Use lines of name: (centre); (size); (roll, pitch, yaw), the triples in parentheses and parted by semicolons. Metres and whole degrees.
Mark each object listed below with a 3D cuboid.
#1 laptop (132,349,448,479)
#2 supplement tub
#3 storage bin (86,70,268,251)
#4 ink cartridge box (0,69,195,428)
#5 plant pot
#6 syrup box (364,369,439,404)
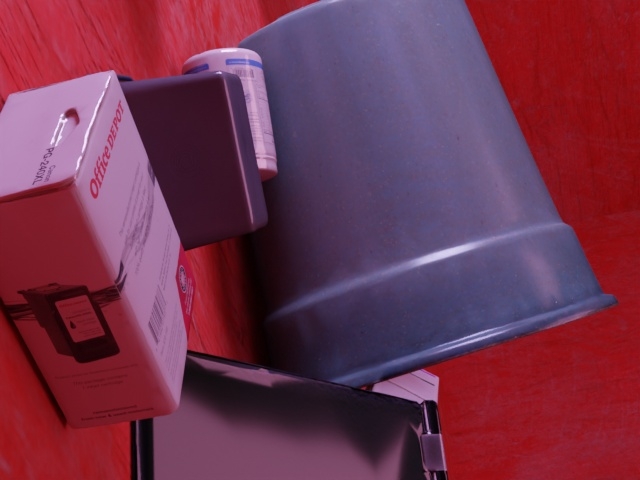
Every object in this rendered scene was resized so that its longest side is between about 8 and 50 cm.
laptop: (-0.011, 0.320, 0.823); (0.408, 0.236, 0.382); (104, -17, -61)
supplement tub: (-0.077, -0.104, 0.962); (0.071, 0.071, 0.107); (33, 48, -78)
storage bin: (-0.090, -0.051, 0.755); (0.098, 0.091, 0.135); (-33, 113, -81)
ink cartridge box: (-0.119, 0.005, 0.586); (0.109, 0.063, 0.150); (-88, 165, -53)
plant pot: (0.066, -0.044, 1.084); (0.341, 0.341, 0.334); (26, 46, -79)
syrup box: (0.101, 0.235, 1.539); (0.093, 0.096, 0.237); (-64, 176, 10)
